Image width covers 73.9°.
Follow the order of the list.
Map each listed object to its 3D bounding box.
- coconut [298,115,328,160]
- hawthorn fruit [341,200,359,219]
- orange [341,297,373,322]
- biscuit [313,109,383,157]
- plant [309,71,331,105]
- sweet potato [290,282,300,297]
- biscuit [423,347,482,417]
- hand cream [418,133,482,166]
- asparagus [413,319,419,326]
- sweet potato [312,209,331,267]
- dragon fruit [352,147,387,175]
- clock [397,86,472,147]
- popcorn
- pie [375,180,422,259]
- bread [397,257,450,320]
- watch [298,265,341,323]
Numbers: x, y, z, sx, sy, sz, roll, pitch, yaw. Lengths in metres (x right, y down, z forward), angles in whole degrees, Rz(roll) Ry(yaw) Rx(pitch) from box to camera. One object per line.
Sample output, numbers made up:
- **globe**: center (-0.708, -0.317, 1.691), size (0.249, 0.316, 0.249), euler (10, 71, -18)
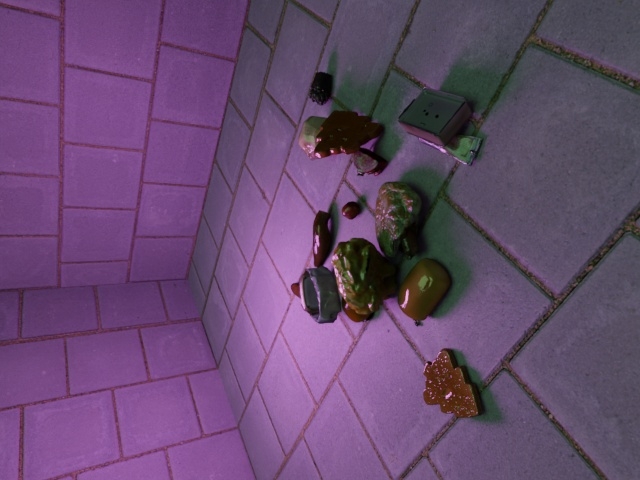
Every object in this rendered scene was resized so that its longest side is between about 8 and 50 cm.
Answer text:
- **coconut**: center (-0.009, -0.444, 1.869), size (0.194, 0.194, 0.194), euler (3, 93, 57)
- **hawthorn fruit**: center (0.126, -0.127, 1.770), size (0.077, 0.077, 0.077), euler (3, 93, 57)
- **orange**: center (0.143, 0.250, 1.727), size (0.170, 0.112, 0.160), euler (49, 130, 30)
- **biscuit**: center (0.095, -0.436, 1.701), size (0.306, 0.284, 0.043), euler (-104, -8, -46)
- **plant**: center (0.002, -0.686, 1.928), size (0.094, 0.092, 0.143), euler (24, 105, 46)
- **sweet potato**: center (-0.089, 0.269, 2.124), size (0.255, 0.058, 0.078), euler (37, 138, 47)
- **biscuit**: center (0.422, 0.474, 1.360), size (0.238, 0.041, 0.212), euler (36, 115, 51)
- **hand cream**: center (0.404, -0.313, 1.363), size (0.235, 0.055, 0.086), euler (36, 118, 44)
- **asparagus**: center (0.319, 0.255, 1.531), size (0.127, 0.015, 0.018), euler (61, 147, 37)
- **sweet potato**: center (0.007, 0.001, 1.957), size (0.112, 0.085, 0.286), euler (-82, -6, -67)
- **dragon fruit**: center (0.183, -0.295, 1.655), size (0.147, 0.102, 0.096), euler (45, 130, 41)
- **clock**: center (0.360, -0.394, 1.346), size (0.147, 0.071, 0.192), euler (-51, 42, 2)
- **popcorn**: center (0.157, 0.129, 1.577), size (0.215, 0.252, 0.286), euler (-13, 86, 44)
- **pie**: center (0.265, -0.075, 1.529), size (0.257, 0.105, 0.274), euler (-168, 79, -65)
- **bread**: center (0.336, 0.166, 1.433), size (0.147, 0.098, 0.217), euler (50, 132, 39)
- **watch**: center (0.003, 0.231, 1.825), size (0.241, 0.161, 0.253), euler (137, 126, -74)
